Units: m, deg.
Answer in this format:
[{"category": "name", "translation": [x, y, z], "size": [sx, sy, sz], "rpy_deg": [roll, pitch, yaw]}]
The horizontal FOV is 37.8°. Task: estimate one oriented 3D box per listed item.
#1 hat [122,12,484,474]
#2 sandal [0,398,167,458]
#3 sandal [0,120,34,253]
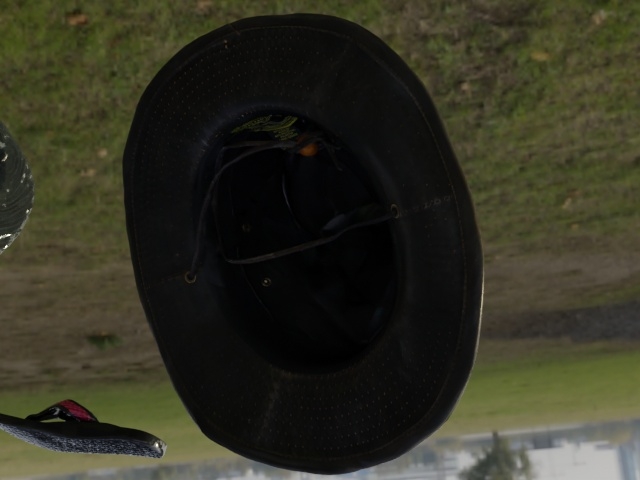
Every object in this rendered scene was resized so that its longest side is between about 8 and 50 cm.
[{"category": "hat", "translation": [0.000, 0.000, 0.705], "size": [0.331, 0.331, 0.134], "rpy_deg": [-13, 179, 32]}, {"category": "sandal", "translation": [-0.227, 0.177, 0.893], "size": [0.179, 0.040, 0.067], "rpy_deg": [2, 152, 16]}, {"category": "sandal", "translation": [-0.322, -0.090, 0.579], "size": [0.107, 0.168, 0.446], "rpy_deg": [1, 158, 26]}]
